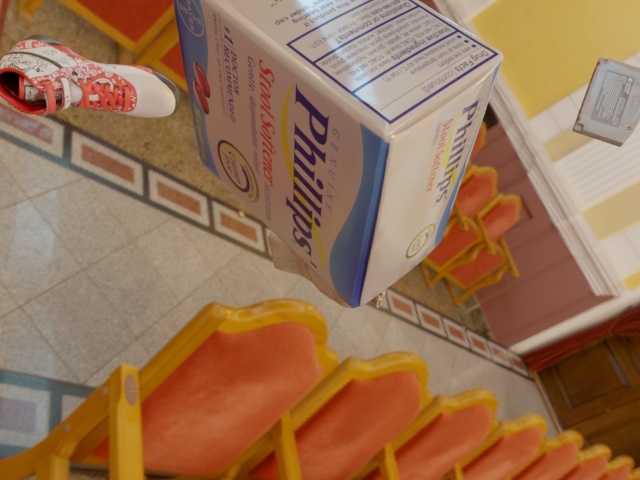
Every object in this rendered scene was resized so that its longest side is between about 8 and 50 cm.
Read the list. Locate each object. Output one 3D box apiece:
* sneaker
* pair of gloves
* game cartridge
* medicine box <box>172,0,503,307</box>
[{"bbox_3d":[-0.369,-0.230,0.987,0.270,0.090,0.145,19,39,-4],"label":"sneaker"},{"bbox_3d":[0.000,0.000,0.888,0.042,0.204,0.240,-49,152,-35],"label":"pair of gloves"},{"bbox_3d":[0.284,-0.133,0.609,0.056,0.083,0.017,21,-12,14],"label":"game cartridge"},{"bbox_3d":[0.001,-0.124,0.644,0.289,0.149,0.263,43,-27,25],"label":"medicine box"}]
